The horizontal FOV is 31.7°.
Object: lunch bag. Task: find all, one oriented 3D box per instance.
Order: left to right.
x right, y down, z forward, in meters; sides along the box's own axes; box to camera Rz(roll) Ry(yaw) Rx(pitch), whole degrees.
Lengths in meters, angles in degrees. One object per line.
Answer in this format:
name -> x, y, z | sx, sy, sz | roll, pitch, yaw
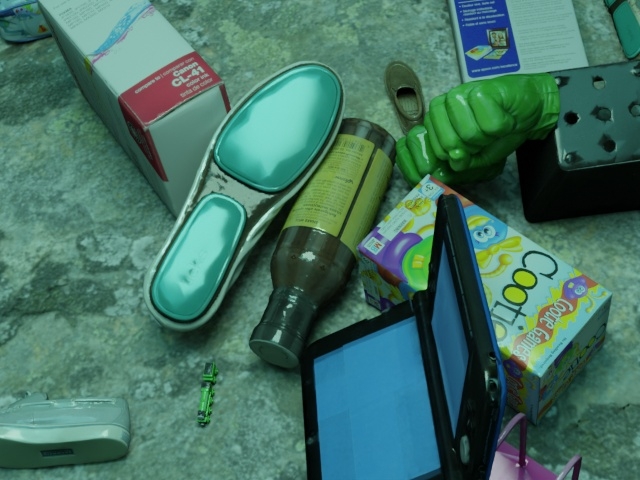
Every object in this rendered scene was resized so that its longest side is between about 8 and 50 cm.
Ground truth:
lunch bag -> -0.429, -0.418, 1.807 | 0.218, 0.090, 0.176 | -14, 55, -2

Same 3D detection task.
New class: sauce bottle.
sauce bottle -> 0.000, 0.000, 1.470 | 0.111, 0.111, 0.344 | 16, 61, 17

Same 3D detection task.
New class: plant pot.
plant pot -> 0.348, -0.139, 1.439 | 0.188, 0.167, 0.188 | -7, 79, 5

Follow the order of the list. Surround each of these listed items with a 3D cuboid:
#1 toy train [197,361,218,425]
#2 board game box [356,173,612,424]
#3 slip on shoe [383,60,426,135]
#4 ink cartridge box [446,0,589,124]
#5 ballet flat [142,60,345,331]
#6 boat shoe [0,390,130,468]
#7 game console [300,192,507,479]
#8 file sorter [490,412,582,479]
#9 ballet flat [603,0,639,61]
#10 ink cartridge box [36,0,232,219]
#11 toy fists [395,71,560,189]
toy train -> -0.144, 0.192, 1.424 | 0.017, 0.024, 0.083 | 1, 58, 9
board game box -> 0.197, 0.069, 1.380 | 0.275, 0.142, 0.144 | 35, 69, 26
slip on shoe -> 0.122, -0.212, 1.625 | 0.051, 0.041, 0.135 | -10, 58, 2
ink cartridge box -> 0.281, -0.320, 1.655 | 0.175, 0.069, 0.371 | -7, 60, 4
ballet flat -> -0.105, -0.059, 1.484 | 0.139, 0.139, 0.400 | 27, 79, 22
boat shoe -> -0.347, 0.231, 1.406 | 0.227, 0.079, 0.081 | -2, 49, 2
game console -> 0.071, 0.131, 1.162 | 0.173, 0.250, 0.293 | -2, 41, -4
file sorter -> 0.223, 0.318, 1.199 | 0.290, 0.182, 0.202 | 32, 68, 24
ballet flat -> 0.465, -0.345, 1.647 | 0.077, 0.091, 0.241 | 9, 60, -22
ink cartridge box -> -0.244, -0.210, 1.569 | 0.131, 0.226, 0.306 | -32, 60, -12
toy fists -> 0.186, -0.126, 1.429 | 0.142, 0.279, 0.096 | -6, 76, -17
